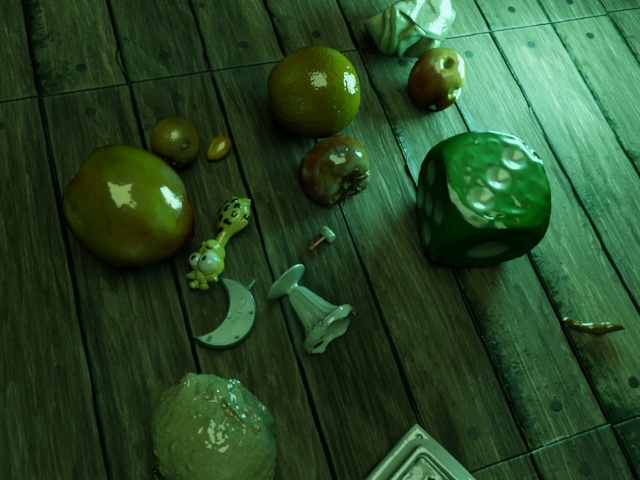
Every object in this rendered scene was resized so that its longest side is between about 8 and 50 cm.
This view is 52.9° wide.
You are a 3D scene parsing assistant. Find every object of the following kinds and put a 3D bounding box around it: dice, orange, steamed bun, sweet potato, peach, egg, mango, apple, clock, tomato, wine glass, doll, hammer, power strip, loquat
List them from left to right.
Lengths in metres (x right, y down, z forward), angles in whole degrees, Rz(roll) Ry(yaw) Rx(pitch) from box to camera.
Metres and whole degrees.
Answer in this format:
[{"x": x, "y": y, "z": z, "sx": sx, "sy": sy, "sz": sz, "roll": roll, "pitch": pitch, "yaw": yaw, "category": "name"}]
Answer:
[{"x": -0.469, "y": -0.078, "z": 1.609, "sx": 0.332, "sy": 0.308, "sz": 0.308, "roll": 33, "pitch": 62, "yaw": -11, "category": "peach"}, {"x": -0.402, "y": -0.276, "z": 1.794, "sx": 0.141, "sy": 0.141, "sz": 0.141, "roll": 4, "pitch": 64, "yaw": -8, "category": "loquat"}, {"x": -0.231, "y": 0.439, "z": 1.403, "sx": 0.310, "sy": 0.279, "sz": 0.279, "roll": 47, "pitch": 65, "yaw": 1, "category": "egg"}, {"x": -0.294, "y": -0.265, "z": 1.857, "sx": 0.060, "sy": 0.046, "sz": 0.089, "roll": 39, "pitch": 77, "yaw": 12, "category": "mango"}, {"x": -0.268, "y": 0.001, "z": 1.711, "sx": 0.117, "sy": 0.086, "sz": 0.291, "roll": 4, "pitch": 57, "yaw": 38, "category": "doll"}, {"x": -0.229, "y": 0.183, "z": 1.650, "sx": 0.137, "sy": 0.044, "sz": 0.216, "roll": 21, "pitch": 63, "yaw": 0, "category": "power strip"}, {"x": -0.028, "y": 0.173, "z": 1.637, "sx": 0.165, "sy": 0.165, "sz": 0.196, "roll": -36, "pitch": 67, "yaw": -23, "category": "wine glass"}, {"x": -0.021, "y": -0.426, "z": 1.860, "sx": 0.274, "sy": 0.274, "sz": 0.274, "roll": 4, "pitch": 64, "yaw": -8, "category": "orange"}, {"x": 0.000, "y": 0.000, "z": 1.791, "sx": 0.083, "sy": 0.031, "sz": 0.052, "roll": -40, "pitch": 74, "yaw": -13, "category": "hammer"}, {"x": 0.048, "y": -0.214, "z": 1.835, "sx": 0.214, "sy": 0.155, "sz": 0.181, "roll": -33, "pitch": 70, "yaw": -21, "category": "tomato"}, {"x": 0.297, "y": -0.677, "z": 2.066, "sx": 0.280, "sy": 0.268, "sz": 0.207, "roll": -32, "pitch": 103, "yaw": -16, "category": "steamed bun"}, {"x": 0.224, "y": 0.594, "z": 1.493, "sx": 0.231, "sy": 0.116, "sz": 0.262, "roll": 44, "pitch": 64, "yaw": 13, "category": "clock"}, {"x": 0.370, "y": -0.508, "z": 2.013, "sx": 0.199, "sy": 0.199, "sz": 0.199, "roll": 4, "pitch": 64, "yaw": -8, "category": "apple"}, {"x": 0.434, "y": -0.105, "z": 1.770, "sx": 0.297, "sy": 0.287, "sz": 0.300, "roll": -1, "pitch": 65, "yaw": -10, "category": "dice"}, {"x": 0.761, "y": 0.242, "z": 1.797, "sx": 0.179, "sy": 0.044, "sz": 0.044, "roll": 4, "pitch": 64, "yaw": -1, "category": "sweet potato"}]
